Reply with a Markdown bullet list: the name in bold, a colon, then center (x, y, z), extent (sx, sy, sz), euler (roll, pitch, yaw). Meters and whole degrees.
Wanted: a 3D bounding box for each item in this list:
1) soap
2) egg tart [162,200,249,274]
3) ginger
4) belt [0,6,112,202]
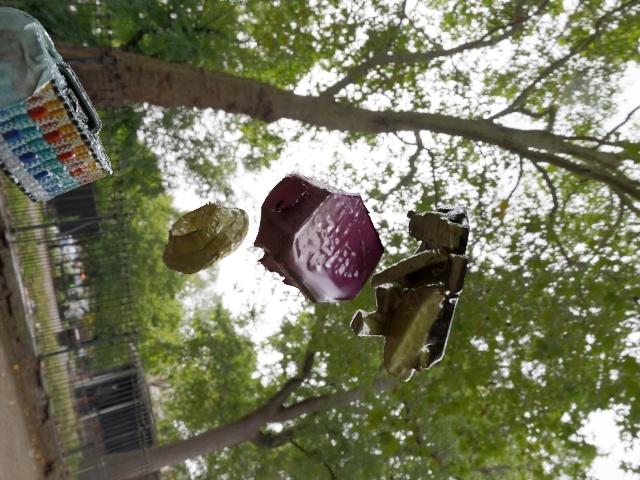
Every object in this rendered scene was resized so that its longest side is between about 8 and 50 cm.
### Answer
- **soap**: center (0.000, 0.000, 0.956), extent (0.127, 0.220, 0.324), euler (21, -21, 35)
- **egg tart**: center (-0.353, -0.026, 1.474), extent (0.290, 0.290, 0.115), euler (34, -26, 53)
- **ginger**: center (0.210, 0.078, 1.132), extent (0.358, 0.212, 0.413), euler (91, 15, -48)
- **belt**: center (-0.402, -0.185, 0.679), extent (0.207, 0.150, 0.257), euler (49, -19, 42)
